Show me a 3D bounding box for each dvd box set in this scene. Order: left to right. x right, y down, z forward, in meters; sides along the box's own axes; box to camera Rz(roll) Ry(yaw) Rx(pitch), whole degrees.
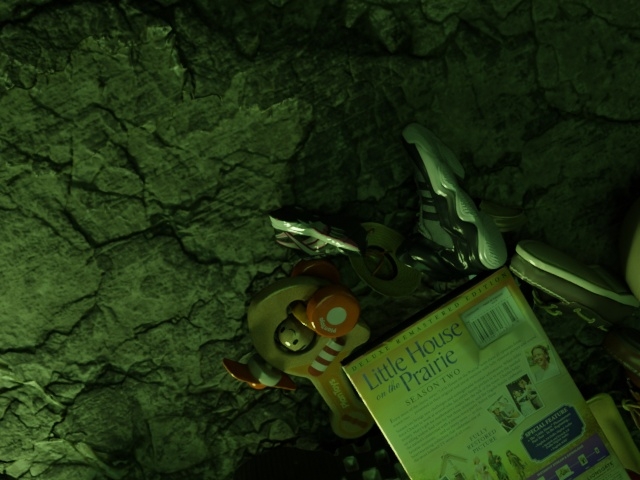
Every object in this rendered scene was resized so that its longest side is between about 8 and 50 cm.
[{"bbox_3d":[0.265,0.293,1.258,0.307,0.062,0.420,-32,93,-5],"label":"dvd box set"}]

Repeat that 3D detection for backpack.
[{"bbox_3d":[0.307,0.079,1.341,0.105,0.084,0.114,-15,101,-4],"label":"backpack"}]

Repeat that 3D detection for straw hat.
[{"bbox_3d":[0.092,0.043,1.319,0.144,0.144,0.061,28,140,-13],"label":"straw hat"}]

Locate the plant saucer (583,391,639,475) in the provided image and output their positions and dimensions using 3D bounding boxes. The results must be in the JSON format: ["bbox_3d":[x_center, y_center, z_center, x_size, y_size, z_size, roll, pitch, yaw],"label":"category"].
[{"bbox_3d":[0.437,0.467,1.475,0.333,0.081,0.333,-30,106,4],"label":"plant saucer"}]

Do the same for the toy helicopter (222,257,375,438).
[{"bbox_3d":[-0.014,0.216,1.334,0.235,0.140,0.355,-29,120,-3],"label":"toy helicopter"}]

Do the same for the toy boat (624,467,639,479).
[{"bbox_3d":[0.478,0.495,1.366,0.231,0.151,0.151,-7,107,-3],"label":"toy boat"}]

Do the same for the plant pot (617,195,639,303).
[{"bbox_3d":[0.600,0.007,1.284,0.284,0.191,0.284,-2,101,-10],"label":"plant pot"}]

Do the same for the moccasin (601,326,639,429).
[{"bbox_3d":[0.601,0.292,1.408,0.147,0.139,0.380,-39,124,12],"label":"moccasin"}]

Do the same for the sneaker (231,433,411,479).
[{"bbox_3d":[0.010,0.443,1.399,0.330,0.122,0.146,-5,132,-5],"label":"sneaker"}]

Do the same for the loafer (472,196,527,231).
[{"bbox_3d":[0.273,-0.045,1.315,0.148,0.056,0.050,-3,113,-5],"label":"loafer"}]

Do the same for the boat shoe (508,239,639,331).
[{"bbox_3d":[0.409,0.082,1.294,0.324,0.116,0.097,17,116,-41],"label":"boat shoe"}]

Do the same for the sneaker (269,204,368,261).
[{"bbox_3d":[0.000,0.000,1.275,0.178,0.072,0.077,20,127,34],"label":"sneaker"}]

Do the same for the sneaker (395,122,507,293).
[{"bbox_3d":[0.170,-0.046,1.265,0.153,0.101,0.269,-35,79,27],"label":"sneaker"}]
